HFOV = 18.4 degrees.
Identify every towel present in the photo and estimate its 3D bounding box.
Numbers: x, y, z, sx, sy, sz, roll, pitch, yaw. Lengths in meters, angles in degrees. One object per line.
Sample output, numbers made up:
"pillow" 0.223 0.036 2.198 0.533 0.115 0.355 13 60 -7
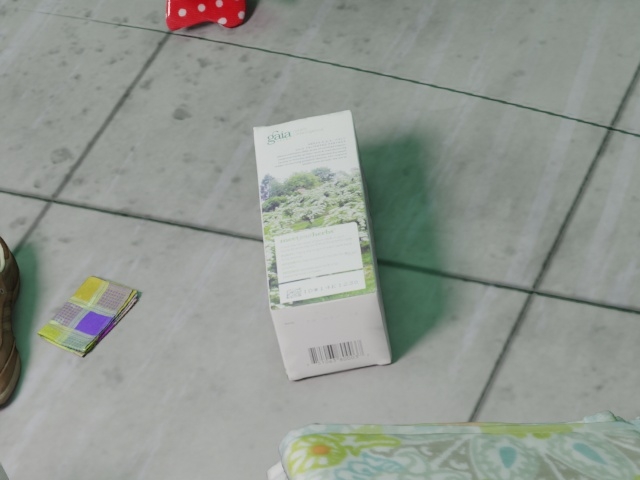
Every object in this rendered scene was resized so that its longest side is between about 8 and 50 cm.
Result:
"towel" 0.161 0.247 1.347 0.320 0.090 0.374 0 29 -22
"towel" -0.211 0.067 1.793 0.060 0.009 0.083 21 55 31

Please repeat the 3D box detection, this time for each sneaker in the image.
"sneaker" -0.310 0.067 1.776 0.066 0.071 0.188 -12 44 4

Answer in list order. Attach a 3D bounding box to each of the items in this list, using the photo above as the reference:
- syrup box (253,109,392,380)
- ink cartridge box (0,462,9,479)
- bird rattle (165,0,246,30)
"syrup box" 0.000 0.000 1.738 0.093 0.096 0.237 -10 44 3
"ink cartridge box" -0.327 0.297 1.454 0.119 0.207 0.353 23 57 35
"bird rattle" -0.102 -0.337 2.090 0.207 0.143 0.253 -18 45 -26
